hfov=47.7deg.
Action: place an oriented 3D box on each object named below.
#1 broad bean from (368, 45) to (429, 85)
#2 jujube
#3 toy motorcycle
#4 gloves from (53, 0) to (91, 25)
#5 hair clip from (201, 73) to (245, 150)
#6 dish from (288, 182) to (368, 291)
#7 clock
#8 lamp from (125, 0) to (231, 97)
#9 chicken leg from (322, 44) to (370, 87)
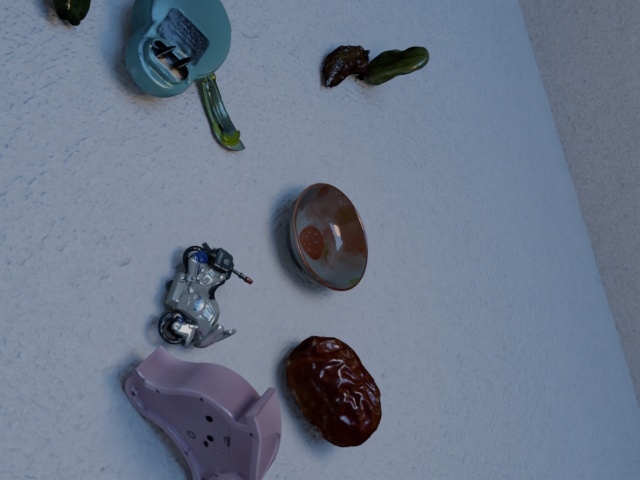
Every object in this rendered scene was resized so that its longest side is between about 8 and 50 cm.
[{"bbox_3d":[0.208,-0.491,2.023,0.153,0.207,0.072,-46,112,-20],"label":"broad bean"},{"bbox_3d":[0.032,0.325,1.565,0.250,0.174,0.174,52,43,-8],"label":"jujube"},{"bbox_3d":[-0.222,0.115,1.395,0.150,0.102,0.221,30,55,-25],"label":"toy motorcycle"},{"bbox_3d":[-0.465,-0.531,1.340,0.135,0.107,0.268,-1,79,-17],"label":"gloves"},{"bbox_3d":[-0.222,-0.279,1.578,0.060,0.033,0.188,-29,101,-47],"label":"hair clip"},{"bbox_3d":[0.000,0.000,1.698,0.260,0.085,0.260,23,59,-44],"label":"dish"},{"bbox_3d":[-0.206,0.337,1.282,0.080,0.276,0.290,-47,149,-49],"label":"clock"},{"bbox_3d":[-0.289,-0.408,1.456,0.209,0.147,0.284,41,41,-30],"label":"lamp"},{"bbox_3d":[0.071,-0.478,1.963,0.234,0.063,0.105,-27,94,-48],"label":"chicken leg"}]
